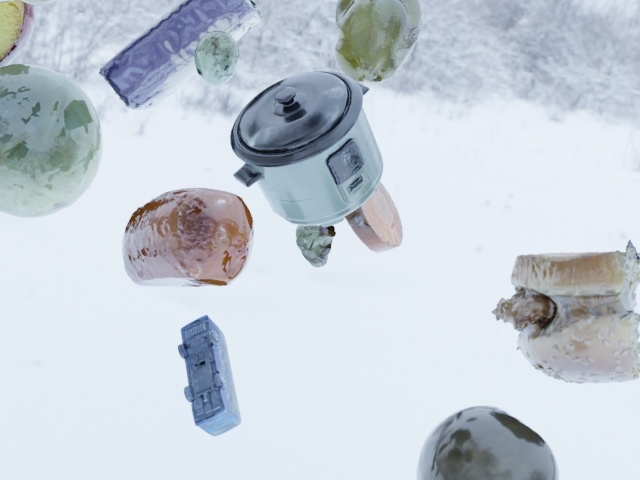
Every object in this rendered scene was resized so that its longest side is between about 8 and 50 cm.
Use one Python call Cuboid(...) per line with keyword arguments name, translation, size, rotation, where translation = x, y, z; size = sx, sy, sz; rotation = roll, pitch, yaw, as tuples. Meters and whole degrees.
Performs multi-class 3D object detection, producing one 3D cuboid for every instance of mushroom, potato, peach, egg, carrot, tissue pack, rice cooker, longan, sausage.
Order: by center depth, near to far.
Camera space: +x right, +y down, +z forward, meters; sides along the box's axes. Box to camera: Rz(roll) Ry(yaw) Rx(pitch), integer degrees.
Cuboid(name="sausage", translation=(-0.208, -0.001, 1.308), size=(0.153, 0.141, 0.268), rotation=(12, -14, -37))
Cuboid(name="longan", translation=(0.276, 0.387, 1.411), size=(0.248, 0.248, 0.248), rotation=(12, 15, -3))
Cuboid(name="rice cooker", translation=(-0.021, -0.167, 1.473), size=(0.280, 0.227, 0.241), rotation=(-38, 43, -12))
Cuboid(name="egg", translation=(-0.197, -0.344, 1.612), size=(0.085, 0.110, 0.085), rotation=(8, 47, -9))
Cuboid(name="tissue pack", translation=(-0.290, -0.426, 1.827), size=(0.125, 0.343, 0.242), rotation=(52, 6, -7))
Cuboid(name="mushroom", translation=(-0.647, -0.211, 1.850), size=(0.352, 0.352, 0.260), rotation=(6, -18, -24))
Cuboid(name="peach", translation=(-0.719, -0.489, 1.888), size=(0.159, 0.267, 0.154), rotation=(32, 11, -19))
Cuboid(name="potato", translation=(0.140, -0.536, 2.183), size=(0.218, 0.351, 0.202), rotation=(29, -38, -29))
Cuboid(name="carrot", translation=(0.117, -0.080, 2.241), size=(0.258, 0.100, 0.307), rotation=(55, 19, -6))

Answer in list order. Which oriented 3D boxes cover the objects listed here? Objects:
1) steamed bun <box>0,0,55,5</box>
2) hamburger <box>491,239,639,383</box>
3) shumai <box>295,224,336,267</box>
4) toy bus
Cuboid(name="steamed bun", translation=(-0.319, -0.421, 0.911), size=(0.237, 0.346, 0.394), rotation=(30, 44, 33))
Cuboid(name="hamburger", translation=(0.488, 0.143, 1.659), size=(0.287, 0.268, 0.445), rotation=(-2, -4, 22))
Cuboid(name="shumai", translation=(0.000, 0.000, 2.162), size=(0.087, 0.124, 0.099), rotation=(-27, 3, 29))
Cuboid(name="toy bus", translation=(-0.213, 0.258, 1.625), size=(0.079, 0.094, 0.236), rotation=(-23, 44, 5))
